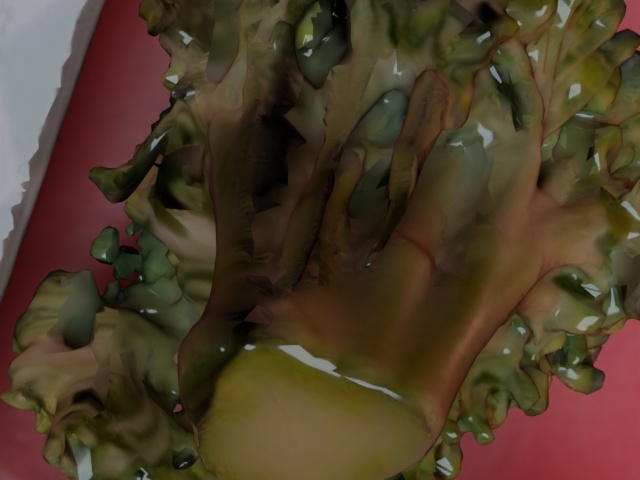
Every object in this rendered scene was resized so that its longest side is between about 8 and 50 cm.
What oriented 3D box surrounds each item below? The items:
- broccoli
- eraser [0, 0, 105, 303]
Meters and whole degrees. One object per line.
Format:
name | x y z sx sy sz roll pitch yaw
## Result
broccoli | 0.000 0.000 0.541 0.263 0.243 0.247 -6 112 10
eraser | -0.192 -0.087 0.623 0.213 0.082 0.396 20 100 -1
